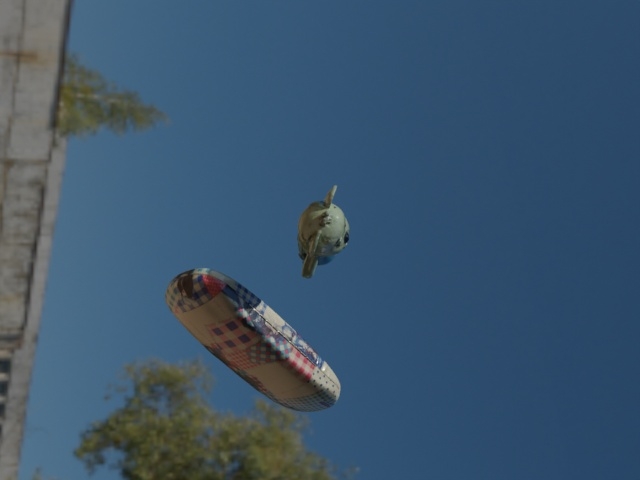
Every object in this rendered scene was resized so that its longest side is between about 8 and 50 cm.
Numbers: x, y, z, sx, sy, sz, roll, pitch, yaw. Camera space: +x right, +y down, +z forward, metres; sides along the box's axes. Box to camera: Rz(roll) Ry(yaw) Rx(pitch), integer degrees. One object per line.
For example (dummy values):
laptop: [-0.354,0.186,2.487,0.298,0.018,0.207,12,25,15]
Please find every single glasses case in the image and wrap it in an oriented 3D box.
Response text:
glasses case: [-0.098,0.157,1.570,0.125,0.327,0.076,-19,-143,42]

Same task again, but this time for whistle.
whistle: [0.000,0.000,1.527,0.235,0.077,0.114,108,-1,-74]
